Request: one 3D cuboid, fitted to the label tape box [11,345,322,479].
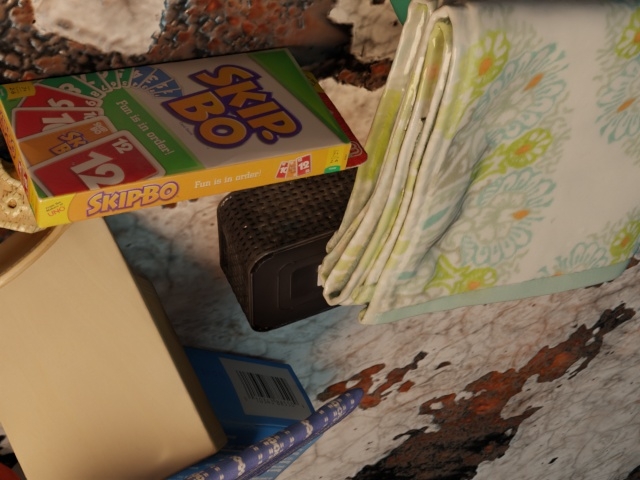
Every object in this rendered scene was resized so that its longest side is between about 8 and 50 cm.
[{"bbox_3d":[-0.202,0.269,1.158,0.347,0.115,0.249,-45,144,23],"label":"label tape box"}]

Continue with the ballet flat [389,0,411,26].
[{"bbox_3d":[0.075,-0.227,0.785,0.070,0.070,0.188,-31,149,1],"label":"ballet flat"}]

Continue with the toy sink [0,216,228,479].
[{"bbox_3d":[-0.203,0.112,0.918,0.153,0.234,0.131,-28,175,-3],"label":"toy sink"}]

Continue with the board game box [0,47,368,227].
[{"bbox_3d":[-0.098,-0.085,0.776,0.259,0.124,0.039,-11,140,-26],"label":"board game box"}]

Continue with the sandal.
[{"bbox_3d":[-0.219,-0.042,0.807,0.240,0.088,0.079,-35,115,-5],"label":"sandal"}]

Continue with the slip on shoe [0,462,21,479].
[{"bbox_3d":[-0.365,0.195,0.946,0.101,0.123,0.331,-36,141,1],"label":"slip on shoe"}]

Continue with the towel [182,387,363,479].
[{"bbox_3d":[-0.142,0.231,0.907,0.336,0.040,0.243,-22,167,-36],"label":"towel"}]

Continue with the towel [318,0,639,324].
[{"bbox_3d":[0.196,-0.080,0.906,0.374,0.090,0.320,-10,136,-31],"label":"towel"}]

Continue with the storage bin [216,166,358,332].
[{"bbox_3d":[0.000,0.000,0.992,0.180,0.084,0.122,-19,144,-17],"label":"storage bin"}]
